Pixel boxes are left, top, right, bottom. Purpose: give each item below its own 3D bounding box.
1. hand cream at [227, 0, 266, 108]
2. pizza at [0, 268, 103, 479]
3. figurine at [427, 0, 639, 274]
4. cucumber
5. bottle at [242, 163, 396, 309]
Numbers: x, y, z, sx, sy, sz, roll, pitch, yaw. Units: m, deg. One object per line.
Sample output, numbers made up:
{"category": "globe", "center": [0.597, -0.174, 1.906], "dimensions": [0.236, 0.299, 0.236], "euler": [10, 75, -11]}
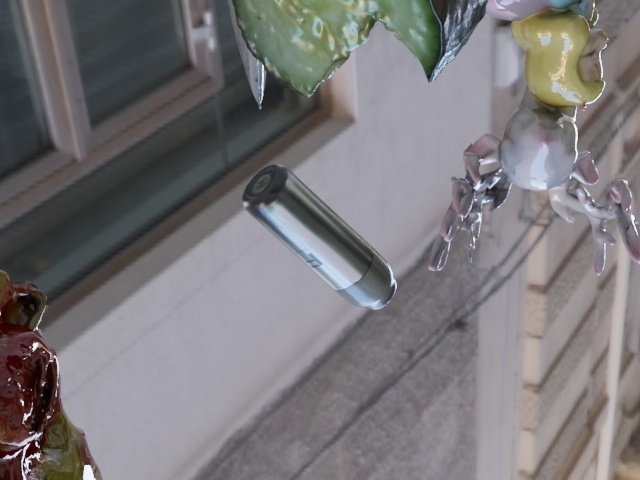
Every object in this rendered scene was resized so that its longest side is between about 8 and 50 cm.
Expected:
{"category": "hand cream", "center": [-0.071, -0.222, 1.119], "dimensions": [0.042, 0.067, 0.194], "euler": [-3, -132, -9]}
{"category": "pizza", "center": [-0.274, 0.175, 0.941], "dimensions": [0.130, 0.406, 0.440], "euler": [-9, -116, 15]}
{"category": "figurine", "center": [0.204, -0.120, 1.070], "dimensions": [0.206, 0.316, 0.284], "euler": [-7, -162, 13]}
{"category": "cucumber", "center": [0.024, -0.211, 0.849], "dimensions": [0.191, 0.191, 0.130], "euler": [13, -149, 24]}
{"category": "bottle", "center": [0.000, 0.000, 1.443], "dimensions": [0.079, 0.253, 0.096], "euler": [-55, -150, -12]}
